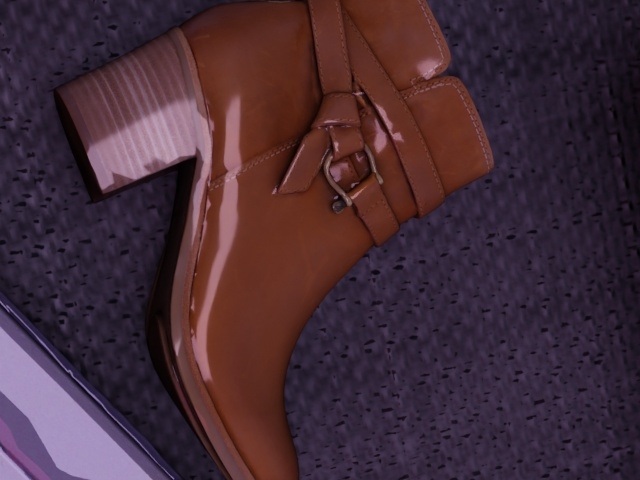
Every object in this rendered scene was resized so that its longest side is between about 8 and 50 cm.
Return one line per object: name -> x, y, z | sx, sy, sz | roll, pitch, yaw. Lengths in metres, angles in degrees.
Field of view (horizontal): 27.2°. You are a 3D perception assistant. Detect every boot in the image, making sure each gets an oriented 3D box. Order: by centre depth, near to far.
boot -> 0.000, 0.000, 0.519 | 0.152, 0.073, 0.197 | -22, 104, -14

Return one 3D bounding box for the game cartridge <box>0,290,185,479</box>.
game cartridge -> -0.217, 0.082, 0.483 | 0.230, 0.068, 0.355 | -42, 104, -2
